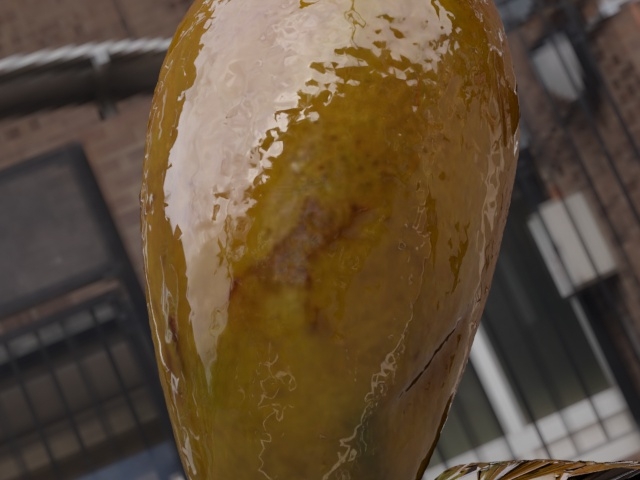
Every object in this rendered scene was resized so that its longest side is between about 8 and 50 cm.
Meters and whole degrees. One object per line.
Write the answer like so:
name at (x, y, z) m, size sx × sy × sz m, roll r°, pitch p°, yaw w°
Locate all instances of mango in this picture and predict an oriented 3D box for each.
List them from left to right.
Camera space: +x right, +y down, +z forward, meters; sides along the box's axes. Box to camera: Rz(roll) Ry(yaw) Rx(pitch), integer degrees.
mango at (0.000, -0.005, 0.424) m, size 0.089 × 0.165 × 0.115 m, roll 7°, pitch -38°, yaw 11°

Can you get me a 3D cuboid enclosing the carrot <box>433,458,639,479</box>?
carrot at (0.108, 0.125, 0.738) m, size 0.069 × 0.069 × 0.229 m, roll -19°, pitch 4°, yaw -25°
